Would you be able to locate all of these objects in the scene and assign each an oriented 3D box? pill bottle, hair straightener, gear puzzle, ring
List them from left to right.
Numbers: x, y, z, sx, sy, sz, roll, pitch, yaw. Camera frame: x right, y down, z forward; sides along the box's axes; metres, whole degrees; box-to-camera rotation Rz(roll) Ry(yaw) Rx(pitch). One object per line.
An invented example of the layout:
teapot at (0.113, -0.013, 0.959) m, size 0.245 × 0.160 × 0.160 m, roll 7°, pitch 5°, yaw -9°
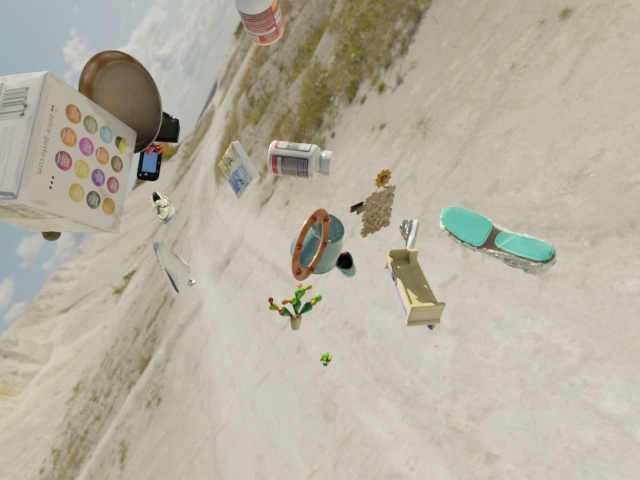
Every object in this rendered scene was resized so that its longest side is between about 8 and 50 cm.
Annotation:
pill bottle at (-0.179, -0.671, 1.176) m, size 0.221 × 0.121 × 0.121 m, roll 59°, pitch -128°, yaw -80°
pill bottle at (-0.097, -0.409, 2.131) m, size 0.176 × 0.318 × 0.176 m, roll 8°, pitch -90°, yaw -82°
ring at (-0.030, 0.022, 1.821) m, size 0.336 × 0.032 × 0.337 m, roll -51°, pitch -28°, yaw -41°
hair straightener at (0.254, -0.173, 2.112) m, size 0.089 × 0.230 × 0.047 m, roll 24°, pitch 122°, yaw 38°
gear puzzle at (0.240, -0.164, 1.775) m, size 0.044 × 0.175 × 0.339 m, roll 47°, pitch 151°, yaw 36°

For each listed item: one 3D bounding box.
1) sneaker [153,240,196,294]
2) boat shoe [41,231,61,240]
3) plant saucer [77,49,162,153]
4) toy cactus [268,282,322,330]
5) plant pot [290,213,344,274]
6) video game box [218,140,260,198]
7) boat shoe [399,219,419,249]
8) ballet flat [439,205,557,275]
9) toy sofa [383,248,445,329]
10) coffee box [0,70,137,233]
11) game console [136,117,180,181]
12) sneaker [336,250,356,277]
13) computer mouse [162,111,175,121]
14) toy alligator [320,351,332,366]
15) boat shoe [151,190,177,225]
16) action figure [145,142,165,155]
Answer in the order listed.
sneaker at (-0.537, 0.090, 1.520) m, size 0.090 × 0.094 × 0.235 m, roll 52°, pitch 159°, yaw 47°
boat shoe at (-0.965, -0.110, 1.470) m, size 0.073 × 0.080 × 0.224 m, roll 1°, pitch 91°, yaw 39°
plant saucer at (-0.622, -0.430, 1.311) m, size 0.311 × 0.310 × 0.050 m, roll -56°, pitch -4°, yaw 24°
toy cactus at (-0.103, 0.263, 1.615) m, size 0.112 × 0.219 × 0.181 m, roll 34°, pitch 128°, yaw 48°
plant pot at (0.000, 0.000, 2.153) m, size 0.255 × 0.271 × 0.272 m, roll 117°, pitch 165°, yaw -55°
video game box at (-0.382, -0.325, 1.936) m, size 0.048 × 0.205 × 0.187 m, roll -25°, pitch -10°, yaw -43°
boat shoe at (0.418, -0.022, 2.006) m, size 0.083 × 0.065 × 0.183 m, roll 5°, pitch 59°, yaw 27°
ballet flat at (0.594, 0.015, 1.441) m, size 0.409 × 0.147 × 0.147 m, roll 30°, pitch 97°, yaw 31°
toy sofa at (0.395, 0.214, 1.814) m, size 0.363 × 0.150 × 0.177 m, roll -103°, pitch 16°, yaw -48°
coffee box at (-0.789, -0.220, 1.170) m, size 0.334 × 0.338 × 0.338 m, roll 42°, pitch -129°, yaw -69°
game console at (-0.827, -0.459, 2.076) m, size 0.044 × 0.213 × 0.361 m, roll 104°, pitch 167°, yaw -71°
sneaker at (0.098, 0.103, 2.537) m, size 0.124 × 0.295 × 0.178 m, roll -48°, pitch -16°, yaw -15°
computer mouse at (-0.640, -0.502, 1.504) m, size 0.041 × 0.242 × 0.071 m, roll -61°, pitch 16°, yaw 18°
toy alligator at (0.026, 0.621, 2.125) m, size 0.189 × 0.056 × 0.051 m, roll -8°, pitch -84°, yaw -82°
boat shoe at (-0.876, -0.177, 2.291) m, size 0.109 × 0.094 × 0.302 m, roll -48°, pitch 42°, yaw 1°
action figure at (-0.688, -0.472, 1.563) m, size 0.139 × 0.280 × 0.091 m, roll -42°, pitch 0°, yaw 30°
